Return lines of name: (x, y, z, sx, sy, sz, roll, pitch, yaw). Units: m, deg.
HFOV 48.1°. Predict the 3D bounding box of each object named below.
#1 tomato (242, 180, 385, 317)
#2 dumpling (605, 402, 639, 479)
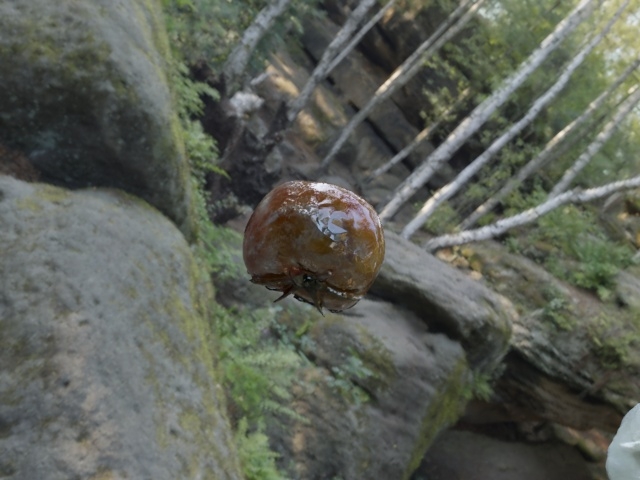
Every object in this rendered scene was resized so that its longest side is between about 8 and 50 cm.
tomato: (0.000, 0.000, 1.048, 0.213, 0.155, 0.181, 17, 68, -10)
dumpling: (0.450, 0.236, 0.821, 0.173, 0.246, 0.142, -91, 170, -55)
